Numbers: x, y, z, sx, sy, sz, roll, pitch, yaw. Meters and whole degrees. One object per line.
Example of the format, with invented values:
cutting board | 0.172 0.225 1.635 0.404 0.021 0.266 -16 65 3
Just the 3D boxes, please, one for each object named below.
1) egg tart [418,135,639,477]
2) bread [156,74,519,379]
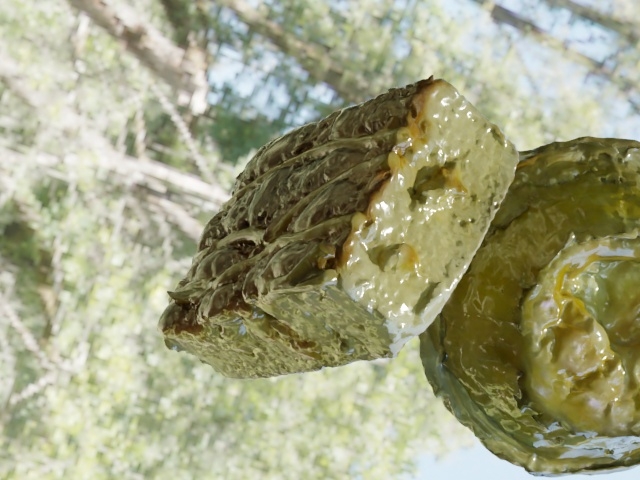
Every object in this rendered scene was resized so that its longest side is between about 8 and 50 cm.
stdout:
egg tart | 0.232 0.065 1.159 0.120 0.315 0.315 -117 -132 -79
bread | 0.000 0.000 1.002 0.274 0.114 0.185 -20 -145 59
